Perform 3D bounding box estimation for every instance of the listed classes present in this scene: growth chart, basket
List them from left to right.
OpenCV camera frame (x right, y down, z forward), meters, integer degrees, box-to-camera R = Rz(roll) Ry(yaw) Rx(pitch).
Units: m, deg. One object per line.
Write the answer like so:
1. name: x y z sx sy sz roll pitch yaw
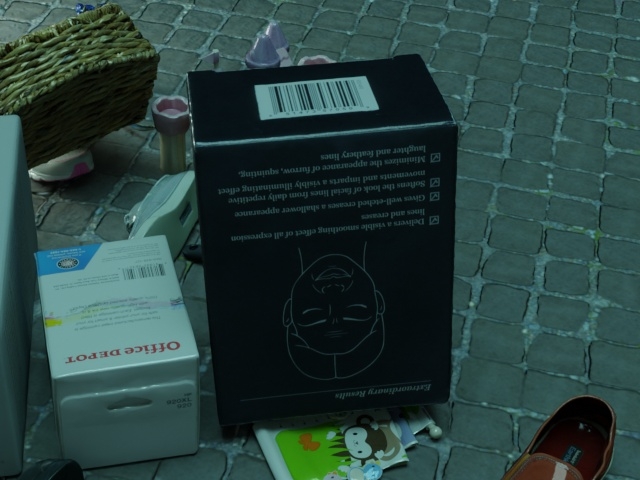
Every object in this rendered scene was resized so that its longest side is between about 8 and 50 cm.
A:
1. basket: -0.421 -0.263 1.779 0.299 0.213 0.223 -28 72 -28
2. growth chart: 0.033 0.239 1.495 0.237 0.021 0.172 -18 45 -25

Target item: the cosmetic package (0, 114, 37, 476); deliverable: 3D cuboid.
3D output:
1. cosmetic package: -0.457 0.058 1.511 0.161 0.230 0.453 -3 38 -8

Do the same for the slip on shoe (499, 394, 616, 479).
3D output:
1. slip on shoe: 0.255 0.296 1.380 0.123 0.101 0.331 25 44 22

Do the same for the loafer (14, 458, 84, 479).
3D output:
1. loafer: -0.345 0.308 1.352 0.061 0.062 0.170 5 29 38

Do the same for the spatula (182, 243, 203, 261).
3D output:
1. spatula: -0.063 0.045 1.721 0.296 0.030 0.084 15 39 15

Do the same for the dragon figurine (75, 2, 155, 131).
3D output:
1. dragon figurine: -0.358 -0.302 2.039 0.085 0.144 0.289 -11 41 -18

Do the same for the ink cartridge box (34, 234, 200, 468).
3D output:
1. ink cartridge box: -0.251 0.137 1.477 0.171 0.168 0.233 -7 40 -13

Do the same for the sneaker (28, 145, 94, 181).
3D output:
1. sneaker: -0.449 -0.184 1.908 0.103 0.111 0.252 -26 47 -32

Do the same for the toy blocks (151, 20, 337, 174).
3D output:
1. toy blocks: -0.066 -0.208 1.856 0.309 0.260 0.288 33 46 32

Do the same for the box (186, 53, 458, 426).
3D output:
1. box: 0.000 0.000 1.462 0.293 0.396 0.212 -5 31 -6

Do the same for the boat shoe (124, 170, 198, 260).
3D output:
1. boat shoe: -0.243 -0.026 1.770 0.081 0.079 0.227 0 35 24
